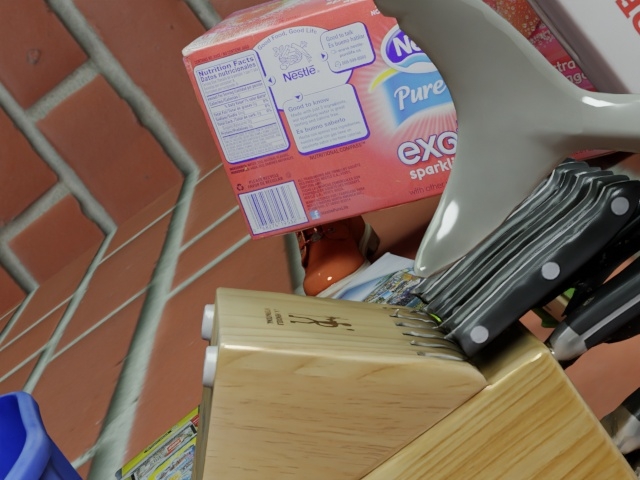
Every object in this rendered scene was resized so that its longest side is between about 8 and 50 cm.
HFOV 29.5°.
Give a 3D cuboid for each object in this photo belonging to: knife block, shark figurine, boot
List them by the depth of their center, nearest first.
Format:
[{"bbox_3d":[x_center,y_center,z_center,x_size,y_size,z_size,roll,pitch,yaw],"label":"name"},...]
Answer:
[{"bbox_3d":[0.147,-0.013,0.297,0.166,0.116,0.278,-30,49,-20],"label":"shark figurine"},{"bbox_3d":[0.070,0.102,0.440,0.088,0.242,0.276,-117,35,-79],"label":"knife block"},{"bbox_3d":[0.000,0.000,0.978,0.059,0.085,0.158,-32,14,15],"label":"boot"}]

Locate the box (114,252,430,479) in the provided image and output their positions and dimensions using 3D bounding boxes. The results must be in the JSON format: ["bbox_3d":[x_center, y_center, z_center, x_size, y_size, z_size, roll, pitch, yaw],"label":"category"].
[{"bbox_3d":[-0.014,0.101,0.726,0.233,0.044,0.159,-39,12,-7],"label":"box"}]

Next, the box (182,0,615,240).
[{"bbox_3d":[0.075,-0.124,0.876,0.299,0.154,0.142,-14,19,19],"label":"box"}]

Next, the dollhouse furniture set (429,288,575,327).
[{"bbox_3d":[0.081,0.079,0.590,0.076,0.058,0.152,-8,50,53],"label":"dollhouse furniture set"}]

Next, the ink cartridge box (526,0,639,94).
[{"bbox_3d":[0.243,-0.201,0.663,0.278,0.201,0.117,-40,29,11],"label":"ink cartridge box"}]

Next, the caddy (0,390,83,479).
[{"bbox_3d":[-0.223,0.196,0.643,0.241,0.179,0.341,-41,13,-12],"label":"caddy"}]
